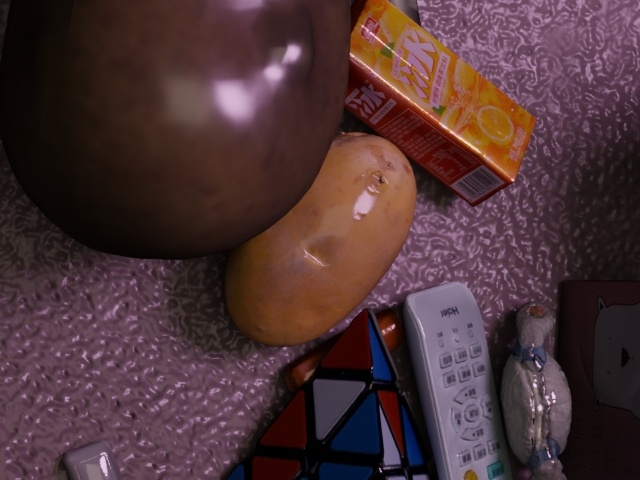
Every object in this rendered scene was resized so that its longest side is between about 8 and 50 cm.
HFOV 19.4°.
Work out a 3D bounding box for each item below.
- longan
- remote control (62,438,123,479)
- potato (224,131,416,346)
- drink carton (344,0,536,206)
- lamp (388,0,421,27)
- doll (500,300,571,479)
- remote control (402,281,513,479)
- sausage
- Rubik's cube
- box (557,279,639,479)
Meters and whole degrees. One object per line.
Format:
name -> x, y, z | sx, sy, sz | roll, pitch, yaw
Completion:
longan -> -0.127, -0.160, 1.687 | 0.361, 0.361, 0.361 | 0, 90, -15
remote control -> -0.199, 0.287, 1.831 | 0.050, 0.027, 0.184 | -21, 96, -13
potato -> 0.000, 0.000, 1.817 | 0.150, 0.146, 0.234 | 36, 84, -21
drink carton -> 0.103, -0.140, 1.856 | 0.223, 0.071, 0.096 | 36, 52, -18
lamp -> 0.178, -0.286, 1.875 | 0.283, 0.124, 0.203 | -18, 128, -20
doll -> 0.218, 0.168, 1.898 | 0.071, 0.103, 0.214 | -3, 85, 6
remote control -> 0.141, 0.191, 1.895 | 0.103, 0.051, 0.293 | -13, 90, -50
sausage -> 0.024, 0.115, 1.881 | 0.131, 0.041, 0.039 | -30, 110, -11
Rubik's cube -> 0.007, 0.181, 1.838 | 0.250, 0.284, 0.234 | 2, 85, 22
box -> 0.327, 0.147, 1.873 | 0.086, 0.215, 0.215 | 3, 88, -25
